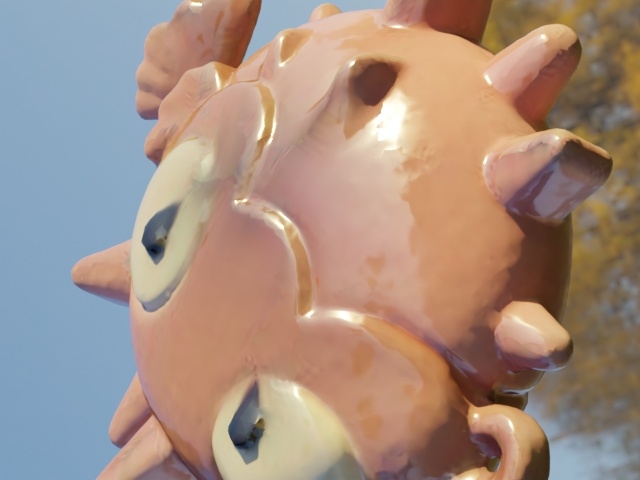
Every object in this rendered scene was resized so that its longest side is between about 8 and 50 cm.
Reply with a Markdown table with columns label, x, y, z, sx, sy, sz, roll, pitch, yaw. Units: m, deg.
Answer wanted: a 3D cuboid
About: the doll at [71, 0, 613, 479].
| label | x | y | z | sx | sy | sz | roll | pitch | yaw |
| --- | --- | --- | --- | --- | --- | --- | --- | --- | --- |
| doll | 0.000 | 0.000 | 0.616 | 0.093 | 0.211 | 0.262 | 24 | -153 | -40 |
